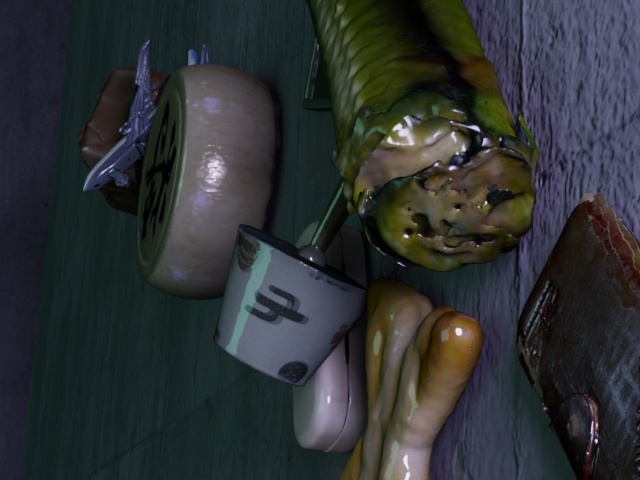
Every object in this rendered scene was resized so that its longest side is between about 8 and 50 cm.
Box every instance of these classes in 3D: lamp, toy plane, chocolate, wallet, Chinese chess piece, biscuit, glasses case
[{"bbox_3d":[0.000,0.000,1.173,0.215,0.121,0.121,-61,20,4],"label":"lamp"},{"bbox_3d":[-0.194,-0.135,1.795,0.226,0.058,0.226,-55,-30,-21],"label":"toy plane"},{"bbox_3d":[-0.239,-0.124,1.935,0.214,0.093,0.148,78,-155,-70],"label":"chocolate"},{"bbox_3d":[0.159,0.078,0.813,0.232,0.031,0.122,-111,36,-57],"label":"wallet"},{"bbox_3d":[-0.126,-0.063,1.663,0.257,0.104,0.257,-170,90,-73],"label":"Chinese chess piece"},{"bbox_3d":[0.055,0.139,1.079,0.164,0.047,0.208,-152,74,-68],"label":"biscuit"},{"bbox_3d":[0.007,0.078,1.261,0.083,0.050,0.196,119,153,-53],"label":"glasses case"}]

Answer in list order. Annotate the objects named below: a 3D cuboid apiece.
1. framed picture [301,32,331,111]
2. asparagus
[{"bbox_3d":[0.032,-0.244,1.382,0.189,0.023,0.260,-168,87,-73],"label":"framed picture"},{"bbox_3d":[0.058,-0.128,1.090,0.382,0.128,0.108,-102,-6,-53],"label":"asparagus"}]
